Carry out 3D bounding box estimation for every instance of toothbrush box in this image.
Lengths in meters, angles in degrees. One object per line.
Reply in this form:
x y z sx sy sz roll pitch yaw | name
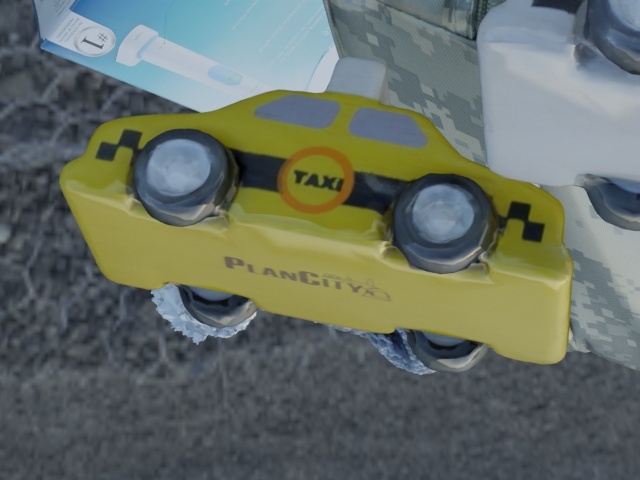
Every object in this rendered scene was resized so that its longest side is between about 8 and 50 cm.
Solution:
-0.064 -0.221 1.424 0.295 0.126 0.216 20 128 -35 | toothbrush box

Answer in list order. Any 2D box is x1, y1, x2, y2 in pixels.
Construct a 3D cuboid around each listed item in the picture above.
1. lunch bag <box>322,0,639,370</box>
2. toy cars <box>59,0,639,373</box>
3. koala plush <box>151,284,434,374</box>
0.174 -0.073 0.775 0.256 0.212 0.305 24 152 30 | lunch bag
0.075 -0.036 0.555 0.176 0.087 0.394 33 150 -32 | toy cars
0.000 0.000 1.193 0.221 0.196 0.203 -3 128 23 | koala plush
